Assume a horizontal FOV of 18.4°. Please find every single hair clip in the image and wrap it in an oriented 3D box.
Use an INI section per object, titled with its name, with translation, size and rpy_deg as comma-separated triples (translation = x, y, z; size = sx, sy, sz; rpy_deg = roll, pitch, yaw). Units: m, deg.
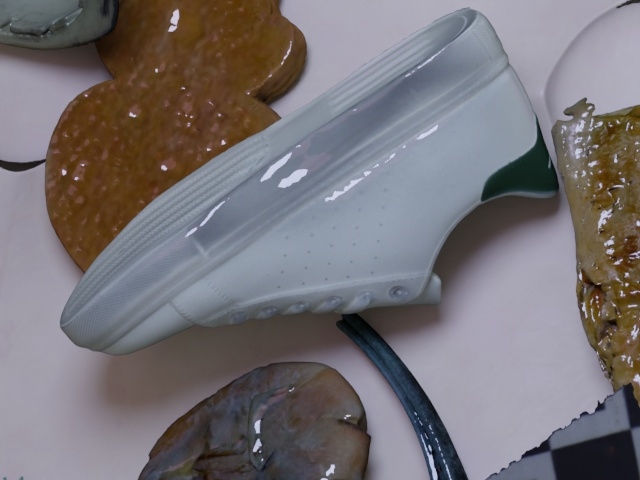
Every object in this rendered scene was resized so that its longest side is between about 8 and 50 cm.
[hair clip]
translation = 0.070, 0.141, 1.371
size = 0.070, 0.039, 0.229
rpy_deg = -30, 62, 16

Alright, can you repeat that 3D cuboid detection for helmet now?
[helmet]
translation = -0.204, -0.260, 1.521
size = 0.257, 0.204, 0.137
rpy_deg = 13, 37, 40

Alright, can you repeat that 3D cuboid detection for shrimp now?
[shrimp]
translation = -0.077, 0.211, 1.381
size = 0.178, 0.075, 0.289
rpy_deg = 17, 83, 37

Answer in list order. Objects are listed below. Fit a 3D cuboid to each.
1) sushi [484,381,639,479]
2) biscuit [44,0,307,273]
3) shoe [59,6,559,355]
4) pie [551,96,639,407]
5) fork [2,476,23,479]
[sushi]
translation = 0.168, 0.311, 1.226
size = 0.320, 0.068, 0.339
rpy_deg = -41, 59, 36
[biscuit]
translation = -0.106, -0.096, 1.497
size = 0.202, 0.044, 0.289
rpy_deg = 4, 75, 21
[shoe]
translation = 0.000, 0.000, 1.380
size = 0.363, 0.132, 0.160
rpy_deg = -34, 105, 4
[pie]
translation = 0.235, 0.024, 1.319
size = 0.128, 0.068, 0.282
rpy_deg = -17, 69, 14
[fork]
translation = -0.241, 0.289, 1.450
size = 0.039, 0.021, 0.235
rpy_deg = -6, 72, 22
